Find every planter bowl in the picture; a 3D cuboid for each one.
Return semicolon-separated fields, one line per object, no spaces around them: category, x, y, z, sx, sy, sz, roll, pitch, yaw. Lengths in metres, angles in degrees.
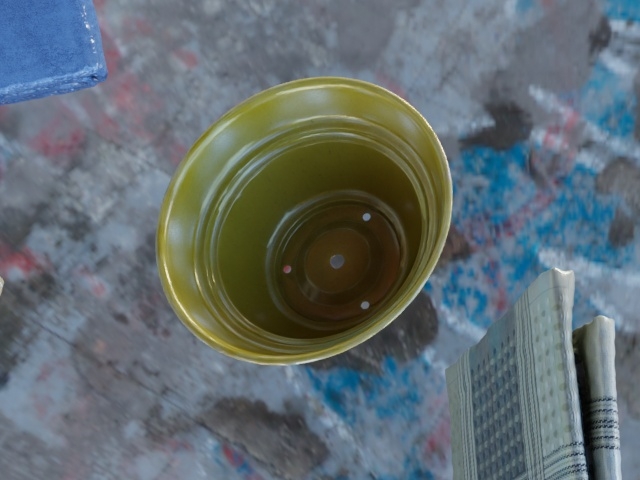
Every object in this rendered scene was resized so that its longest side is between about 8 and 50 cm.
planter bowl;0.000;0.000;1.031;0.217;0.090;0.217;-9;63;18

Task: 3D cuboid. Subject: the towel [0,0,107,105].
towel;-0.146;-0.124;0.699;0.067;0.029;0.119;-12;76;-16

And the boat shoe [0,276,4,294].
boat shoe;-0.244;-0.028;0.816;0.190;0.068;0.072;33;67;13

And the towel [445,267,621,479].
towel;0.185;0.215;1.264;0.056;0.312;0.324;2;68;-12
